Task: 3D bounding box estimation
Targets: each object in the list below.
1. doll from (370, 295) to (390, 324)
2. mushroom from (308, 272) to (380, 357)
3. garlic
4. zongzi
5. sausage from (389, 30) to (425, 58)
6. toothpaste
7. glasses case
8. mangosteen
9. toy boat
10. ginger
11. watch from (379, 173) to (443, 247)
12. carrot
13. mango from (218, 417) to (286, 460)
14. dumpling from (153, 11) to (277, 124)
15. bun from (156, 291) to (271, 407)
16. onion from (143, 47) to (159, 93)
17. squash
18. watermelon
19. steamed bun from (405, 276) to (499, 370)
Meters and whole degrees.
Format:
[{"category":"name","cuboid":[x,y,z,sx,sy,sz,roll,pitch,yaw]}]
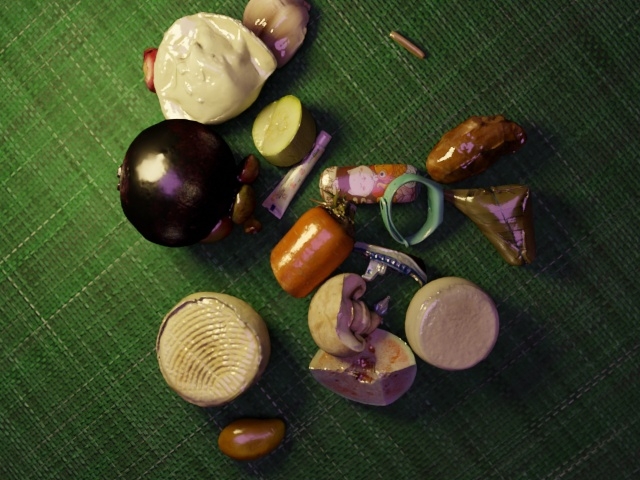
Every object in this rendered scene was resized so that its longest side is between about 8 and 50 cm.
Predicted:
[{"category":"doll","cuboid":[0.192,0.227,1.533,0.057,0.039,0.114,40,108,36]},{"category":"mushroom","cuboid":[0.060,0.235,1.455,0.189,0.195,0.254,-13,63,43]},{"category":"garlic","cuboid":[-0.139,-0.697,1.491,0.217,0.110,0.228,40,95,6]},{"category":"zongzi","cuboid":[0.509,-0.041,1.465,0.289,0.123,0.260,-5,95,15]},{"category":"sausage","cuboid":[0.278,-0.624,1.500,0.132,0.024,0.024,37,94,3]},{"category":"toothpaste","cuboid":[-0.071,-0.218,1.532,0.056,0.058,0.314,31,100,-38]},{"category":"glasses case","cuboid":[0.157,-0.178,1.497,0.321,0.082,0.122,-2,97,3]},{"category":"mangosteen","cuboid":[-0.374,-0.159,1.407,0.435,0.382,0.382,12,93,-6]},{"category":"toy boat","cuboid":[0.214,0.088,1.484,0.262,0.114,0.115,15,83,1]},{"category":"ginger","cuboid":[0.475,-0.286,1.429,0.321,0.172,0.165,-22,53,6]},{"category":"watch","cuboid":[0.285,-0.090,1.456,0.195,0.068,0.237,-14,123,-7]},{"category":"carrot","cuboid":[0.000,0.000,1.463,0.193,0.214,0.331,39,103,-20]},{"category":"mango","cuboid":[-0.224,0.653,1.557,0.227,0.099,0.136,-12,88,-4]},{"category":"dumpling","cuboid":[-0.347,-0.517,1.440,0.395,0.233,0.315,-34,104,19]},{"category":"bun","cuboid":[-0.326,0.331,1.495,0.364,0.202,0.364,1,97,9]},{"category":"onion","cuboid":[-0.503,-0.553,1.528,0.140,0.150,0.150,-15,91,-32]},{"category":"squash","cuboid":[-0.128,-0.347,1.478,0.220,0.133,0.220,-4,80,23]},{"category":"watermelon","cuboid":[0.147,0.398,1.504,0.321,0.175,0.188,6,135,15]},{"category":"steamed bun","cuboid":[0.393,0.247,1.446,0.283,0.177,0.283,0,95,-5]}]
